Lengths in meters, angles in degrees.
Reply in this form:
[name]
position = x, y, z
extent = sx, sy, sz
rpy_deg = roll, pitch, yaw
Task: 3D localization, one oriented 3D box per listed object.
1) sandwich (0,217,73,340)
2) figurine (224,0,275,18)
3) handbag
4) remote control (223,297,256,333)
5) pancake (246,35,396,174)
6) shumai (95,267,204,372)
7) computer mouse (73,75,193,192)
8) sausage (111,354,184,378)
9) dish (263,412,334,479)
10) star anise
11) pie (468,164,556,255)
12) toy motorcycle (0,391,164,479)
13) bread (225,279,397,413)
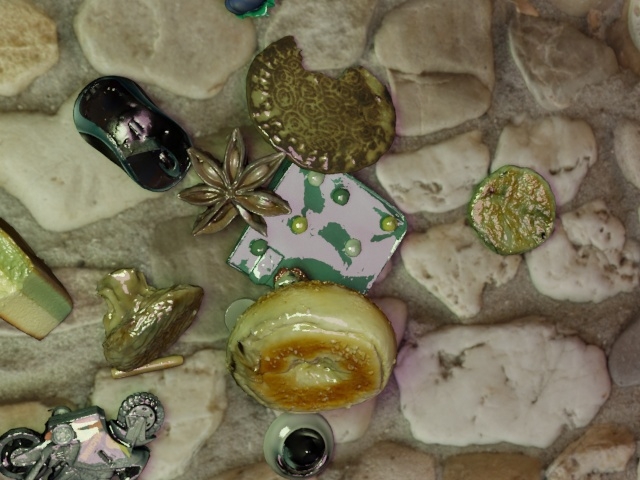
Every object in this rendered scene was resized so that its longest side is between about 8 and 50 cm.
[sandwich]
position = -0.511, 0.076, 1.689
extent = 0.108, 0.186, 0.220
rpy_deg = -40, 104, -7
[figurine]
position = -0.161, -0.466, 1.779
extent = 0.195, 0.111, 0.102
rpy_deg = 35, 105, -16
[handbag]
position = 0.003, -0.001, 1.866
extent = 0.269, 0.100, 0.274
rpy_deg = 34, 85, -16
[remote control]
position = -0.093, 0.210, 1.898
extent = 0.077, 0.022, 0.245
rpy_deg = -40, 104, -11
[pancake]
position = 0.001, -0.250, 1.841
extent = 0.288, 0.033, 0.286
rpy_deg = -23, 80, -29
[shumai]
position = -0.318, 0.122, 1.779
extent = 0.153, 0.161, 0.209
rpy_deg = 45, 102, 7
[computer mouse]
position = -0.324, -0.190, 1.763
extent = 0.233, 0.096, 0.137
rpy_deg = 42, 83, -13
[sausage]
position = -0.315, 0.230, 1.837
extent = 0.132, 0.024, 0.024
rpy_deg = -11, 97, -13
[dish]
position = -0.032, 0.396, 1.901
extent = 0.141, 0.078, 0.141
rpy_deg = -1, 96, -15
[star anise]
position = -0.153, -0.103, 1.781
extent = 0.212, 0.073, 0.196
rpy_deg = 1, 101, 10
[pie]
position = 0.382, -0.060, 1.996
extent = 0.187, 0.041, 0.186
rpy_deg = -1, 95, -15
[toy motorcycle]
position = -0.418, 0.380, 1.781
extent = 0.307, 0.108, 0.173
rpy_deg = -16, 104, -11
[bread]
position = -0.016, 0.183, 1.783
extent = 0.306, 0.158, 0.305
rpy_deg = 0, 137, 0
